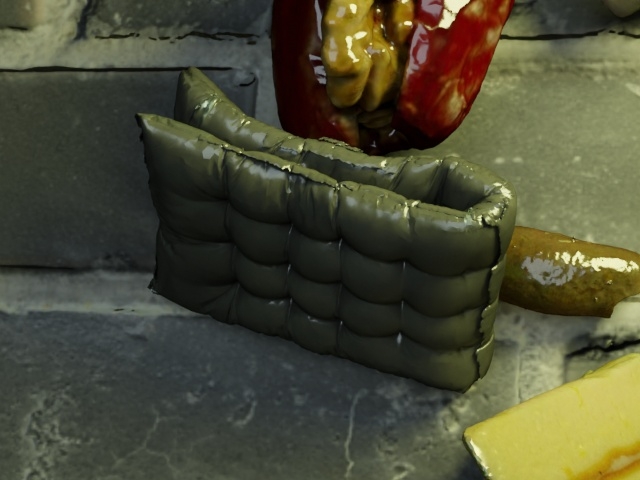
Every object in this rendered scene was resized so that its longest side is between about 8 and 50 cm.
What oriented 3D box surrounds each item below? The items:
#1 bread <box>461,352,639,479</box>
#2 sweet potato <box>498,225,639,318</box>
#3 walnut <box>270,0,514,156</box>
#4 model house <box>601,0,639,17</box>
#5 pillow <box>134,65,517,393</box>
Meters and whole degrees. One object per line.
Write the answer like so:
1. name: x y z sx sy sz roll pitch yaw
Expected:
1. bread: 0.224 0.187 1.161 0.163 0.264 0.167 -30 78 5
2. sweet potato: 0.168 0.027 1.308 0.244 0.077 0.077 6 78 11
3. walnut: 0.060 -0.201 1.295 0.222 0.244 0.269 5 78 11
4. model house: 0.327 -0.322 1.315 0.188 0.122 0.229 -11 93 -29
5. pillow: 0.000 0.000 1.271 0.326 0.228 0.101 19 48 16
